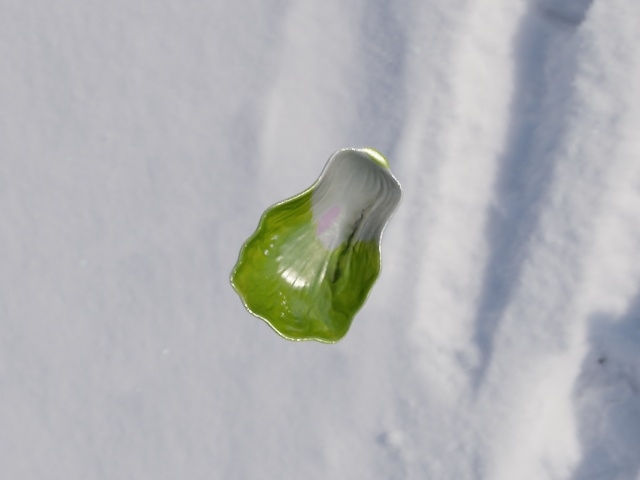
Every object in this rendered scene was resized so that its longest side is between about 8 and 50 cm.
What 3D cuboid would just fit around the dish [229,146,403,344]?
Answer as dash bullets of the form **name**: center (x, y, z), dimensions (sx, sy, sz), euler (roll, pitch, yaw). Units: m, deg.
- **dish**: center (0.000, 0.000, 1.022), dimensions (0.091, 0.039, 0.137), euler (34, 85, -11)
